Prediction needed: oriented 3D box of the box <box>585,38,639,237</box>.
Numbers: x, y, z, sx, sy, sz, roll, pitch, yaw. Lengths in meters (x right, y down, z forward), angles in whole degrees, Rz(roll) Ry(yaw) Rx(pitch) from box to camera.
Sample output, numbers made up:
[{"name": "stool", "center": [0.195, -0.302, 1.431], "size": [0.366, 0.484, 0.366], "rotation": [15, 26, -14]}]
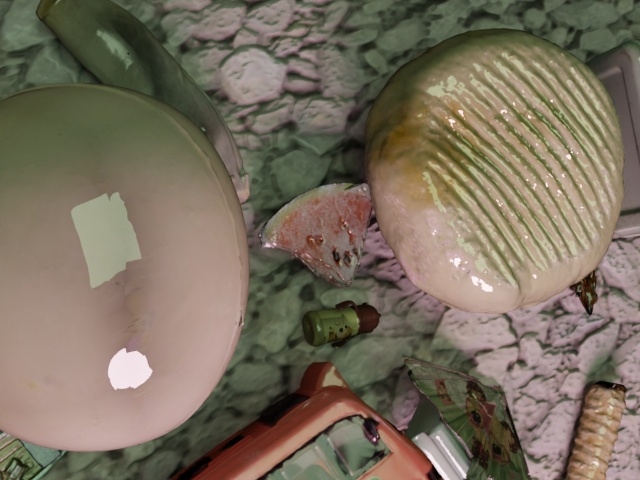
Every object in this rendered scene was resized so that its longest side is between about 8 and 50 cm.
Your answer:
[{"name": "box", "center": [0.499, -0.150, 1.129], "size": [0.183, 0.175, 0.311], "rotation": [-7, 86, -24]}]

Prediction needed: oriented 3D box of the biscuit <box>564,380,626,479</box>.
[{"name": "biscuit", "center": [0.383, 0.304, 1.108], "size": [0.061, 0.055, 0.219], "rotation": [26, 76, -31]}]

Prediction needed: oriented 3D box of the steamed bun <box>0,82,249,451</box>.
[{"name": "steamed bun", "center": [-0.235, 0.029, 0.799], "size": [0.334, 0.334, 0.373], "rotation": [-3, 100, -18]}]

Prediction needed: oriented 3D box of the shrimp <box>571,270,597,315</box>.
[{"name": "shrimp", "center": [0.335, 0.015, 1.136], "size": [0.148, 0.035, 0.195], "rotation": [-1, 79, -20]}]

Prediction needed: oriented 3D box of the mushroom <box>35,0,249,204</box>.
[{"name": "mushroom", "center": [-0.211, -0.180, 0.955], "size": [0.109, 0.097, 0.351], "rotation": [-38, 92, -23]}]

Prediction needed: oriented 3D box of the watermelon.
[{"name": "watermelon", "center": [0.000, 0.000, 1.018], "size": [0.187, 0.071, 0.139], "rotation": [-20, 97, -27]}]

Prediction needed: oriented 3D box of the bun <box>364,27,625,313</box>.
[{"name": "bun", "center": [0.214, -0.084, 1.012], "size": [0.365, 0.219, 0.364], "rotation": [3, 81, -21]}]

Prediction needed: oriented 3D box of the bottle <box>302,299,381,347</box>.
[{"name": "bottle", "center": [0.031, 0.107, 1.021], "size": [0.101, 0.063, 0.047], "rotation": [-9, 58, -21]}]

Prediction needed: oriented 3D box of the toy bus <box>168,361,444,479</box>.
[{"name": "toy bus", "center": [-0.081, 0.339, 0.880], "size": [0.427, 0.203, 0.233], "rotation": [-34, 90, -16]}]

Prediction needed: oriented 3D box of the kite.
[{"name": "kite", "center": [0.206, 0.256, 0.992], "size": [0.323, 0.013, 0.268], "rotation": [52, 30, -5]}]

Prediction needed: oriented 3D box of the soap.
[{"name": "soap", "center": [0.197, 0.300, 1.016], "size": [0.198, 0.067, 0.119], "rotation": [54, 29, -6]}]

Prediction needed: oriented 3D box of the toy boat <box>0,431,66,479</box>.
[{"name": "toy boat", "center": [-0.340, 0.245, 0.878], "size": [0.173, 0.059, 0.069], "rotation": [-37, 96, -18]}]
